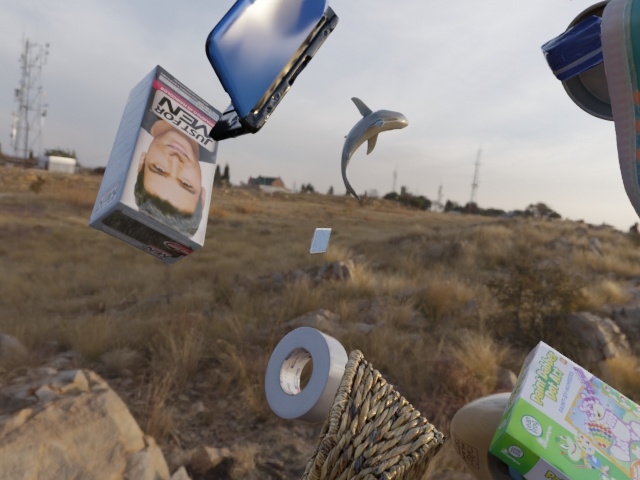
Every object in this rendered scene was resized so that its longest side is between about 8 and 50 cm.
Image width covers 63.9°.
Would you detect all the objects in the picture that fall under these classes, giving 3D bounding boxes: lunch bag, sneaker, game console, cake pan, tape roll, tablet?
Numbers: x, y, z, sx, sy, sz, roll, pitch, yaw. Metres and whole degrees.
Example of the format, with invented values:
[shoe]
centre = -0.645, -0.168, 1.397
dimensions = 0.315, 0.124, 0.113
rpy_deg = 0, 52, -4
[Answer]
[lunch bag]
centre = 0.397, -0.291, 0.782
dimensions = 0.098, 0.065, 0.067
rpy_deg = -27, 18, 27
[sneaker]
centre = 0.395, -0.126, 0.541
dimensions = 0.108, 0.302, 0.121
rpy_deg = -28, 14, -24
[game console]
centre = -0.113, -0.343, 0.896
dimensions = 0.173, 0.293, 0.250
rpy_deg = 44, -22, -30
[cake pan]
centre = 0.717, -0.432, 1.231
dimensions = 0.054, 0.293, 0.293
rpy_deg = -32, 20, -23
[tape roll]
centre = -0.036, 0.325, 1.243
dimensions = 0.072, 0.219, 0.219
rpy_deg = 30, -13, -39
[tablet]
centre = 0.000, 0.000, 1.101
dimensions = 0.006, 0.054, 0.083
rpy_deg = 17, 8, 23

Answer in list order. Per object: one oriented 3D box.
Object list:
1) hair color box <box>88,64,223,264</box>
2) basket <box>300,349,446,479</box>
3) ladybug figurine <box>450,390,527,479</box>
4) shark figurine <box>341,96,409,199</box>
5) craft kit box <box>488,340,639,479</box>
[hair color box]
centre = -0.322, -0.160, 1.057
dimensions = 0.113, 0.374, 0.185
rpy_deg = -26, -42, 33
[basket]
centre = 0.027, 0.384, 0.876
dimensions = 0.213, 0.299, 0.223
rpy_deg = -15, 44, -41
[ladybug figurine]
centre = 0.463, 0.421, 0.988
dimensions = 0.449, 0.305, 0.162
rpy_deg = 11, 32, 43
[shark figurine]
centre = 0.116, -0.251, 1.282
dimensions = 0.166, 0.278, 0.116
rpy_deg = 41, -14, -25
[craft kit box]
centre = 0.399, 0.297, 0.759
dimensions = 0.246, 0.061, 0.250
rpy_deg = 32, 35, 18
